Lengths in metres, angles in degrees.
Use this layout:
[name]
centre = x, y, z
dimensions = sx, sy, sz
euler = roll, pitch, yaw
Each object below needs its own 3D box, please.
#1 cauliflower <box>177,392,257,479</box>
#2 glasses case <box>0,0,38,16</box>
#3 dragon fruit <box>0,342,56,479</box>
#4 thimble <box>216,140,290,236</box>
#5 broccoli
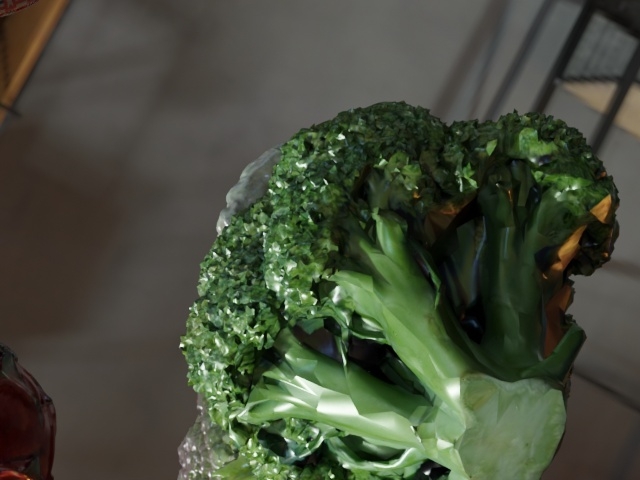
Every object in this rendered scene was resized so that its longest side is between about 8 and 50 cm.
[cauliflower]
centre = -0.031, 0.281, 1.861
dimensions = 0.315, 0.239, 0.256
euler = 6, -147, -37
[glasses case]
centre = -0.336, -0.267, 1.600
dimensions = 0.049, 0.073, 0.194
euler = -1, -164, 18
[dragon fruit]
centre = -0.337, 0.180, 1.443
dimensions = 0.193, 0.274, 0.192
euler = -16, 139, 15
[thimble]
centre = 0.000, 0.000, 2.225
dimensions = 0.291, 0.291, 0.195
euler = 25, 150, 25
[broccoli]
centre = 0.063, 0.073, 1.207
dimensions = 0.321, 0.413, 0.310
euler = 32, -176, 0
